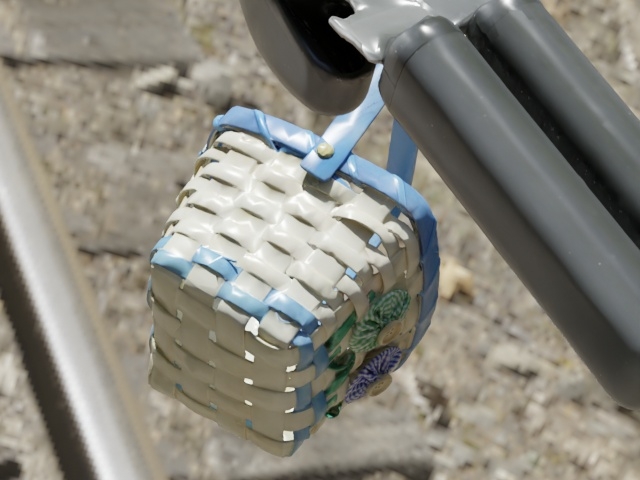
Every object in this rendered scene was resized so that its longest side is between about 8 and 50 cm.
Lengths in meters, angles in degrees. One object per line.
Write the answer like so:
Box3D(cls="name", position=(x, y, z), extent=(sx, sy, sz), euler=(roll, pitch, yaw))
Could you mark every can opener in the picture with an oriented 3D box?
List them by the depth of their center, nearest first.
Box3D(cls="can opener", position=(0.056, -0.046, 0.757), extent=(0.076, 0.095, 0.283), euler=(-21, 62, -28))

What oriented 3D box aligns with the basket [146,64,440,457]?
Box3D(cls="basket", position=(0.000, 0.000, 1.474), extent=(0.201, 0.255, 0.289), euler=(25, 60, 12))
